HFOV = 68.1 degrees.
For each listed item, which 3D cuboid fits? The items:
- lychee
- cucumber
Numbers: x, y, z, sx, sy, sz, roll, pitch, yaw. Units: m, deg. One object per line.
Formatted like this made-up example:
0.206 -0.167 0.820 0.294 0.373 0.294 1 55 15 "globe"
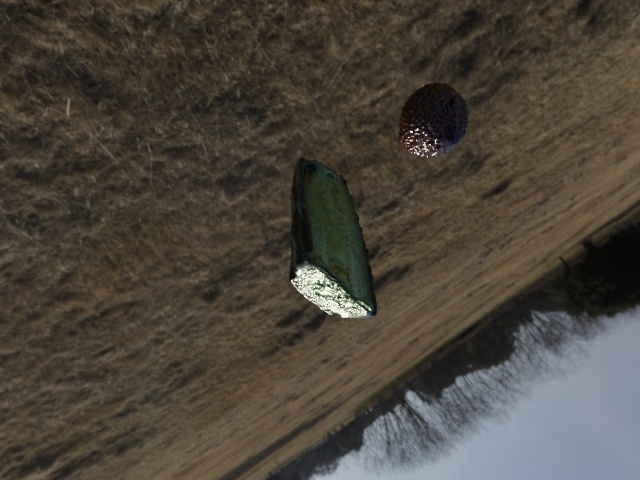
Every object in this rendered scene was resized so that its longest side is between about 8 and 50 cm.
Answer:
0.193 -0.206 0.830 0.129 0.124 0.123 -31 165 34 "lychee"
0.000 0.000 0.587 0.085 0.193 0.115 -19 158 41 "cucumber"
